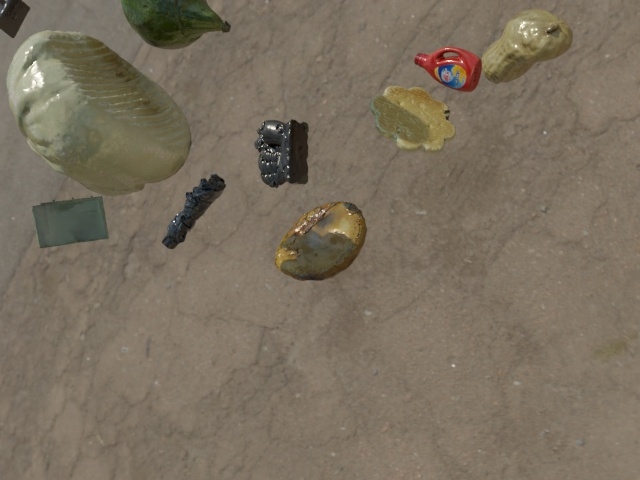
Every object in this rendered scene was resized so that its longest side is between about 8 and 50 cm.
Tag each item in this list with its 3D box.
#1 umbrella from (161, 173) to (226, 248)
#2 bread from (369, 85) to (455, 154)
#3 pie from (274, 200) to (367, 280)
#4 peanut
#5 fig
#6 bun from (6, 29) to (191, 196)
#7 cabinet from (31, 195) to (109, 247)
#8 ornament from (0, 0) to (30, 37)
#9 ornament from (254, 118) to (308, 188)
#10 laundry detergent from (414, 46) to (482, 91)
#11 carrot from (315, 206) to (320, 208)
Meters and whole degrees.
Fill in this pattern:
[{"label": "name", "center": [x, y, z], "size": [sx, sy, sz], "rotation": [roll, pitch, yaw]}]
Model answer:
[{"label": "umbrella", "center": [-0.316, -0.071, 1.390], "size": [0.071, 0.080, 0.224], "rotation": [42, 112, 3]}, {"label": "bread", "center": [0.313, -0.406, 1.935], "size": [0.054, 0.316, 0.315], "rotation": [115, 147, -55]}, {"label": "pie", "center": [0.000, 0.001, 1.534], "size": [0.274, 0.069, 0.273], "rotation": [-16, 47, 18]}, {"label": "peanut", "center": [0.556, -0.537, 1.567], "size": [0.291, 0.143, 0.159], "rotation": [167, 101, -71]}, {"label": "fig", "center": [-0.308, -0.523, 1.270], "size": [0.235, 0.203, 0.203], "rotation": [17, 86, 24]}, {"label": "bun", "center": [-0.448, -0.238, 1.158], "size": [0.219, 0.365, 0.365], "rotation": [-41, 52, 23]}, {"label": "cabinet", "center": [-0.821, -0.064, 1.871], "size": [0.145, 0.206, 0.150], "rotation": [4, 102, 62]}, {"label": "ornament", "center": [-0.742, -0.525, 1.235], "size": [0.203, 0.081, 0.088], "rotation": [25, 87, 3]}, {"label": "ornament", "center": [-0.161, -0.307, 2.009], "size": [0.261, 0.106, 0.251], "rotation": [2, 92, 43]}, {"label": "laundry detergent", "center": [0.295, -0.413, 1.348], "size": [0.165, 0.049, 0.097], "rotation": [30, 138, 28]}, {"label": "carrot", "center": [0.010, -0.049, 1.741], "size": [0.069, 0.069, 0.228], "rotation": [-52, 17, 14]}]
